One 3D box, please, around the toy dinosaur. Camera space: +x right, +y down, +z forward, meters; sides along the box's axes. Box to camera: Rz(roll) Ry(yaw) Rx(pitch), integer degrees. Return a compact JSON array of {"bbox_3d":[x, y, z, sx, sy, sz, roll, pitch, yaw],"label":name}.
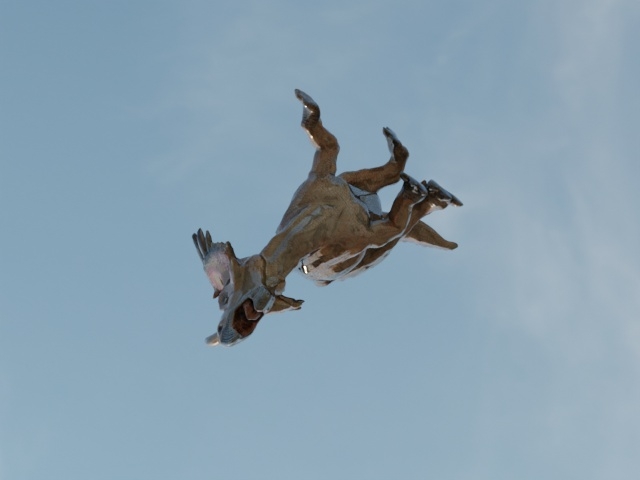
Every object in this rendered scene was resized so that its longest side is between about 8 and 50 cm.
[{"bbox_3d":[0.000,0.000,1.225,0.200,0.127,0.296,-51,-24,14],"label":"toy dinosaur"}]
